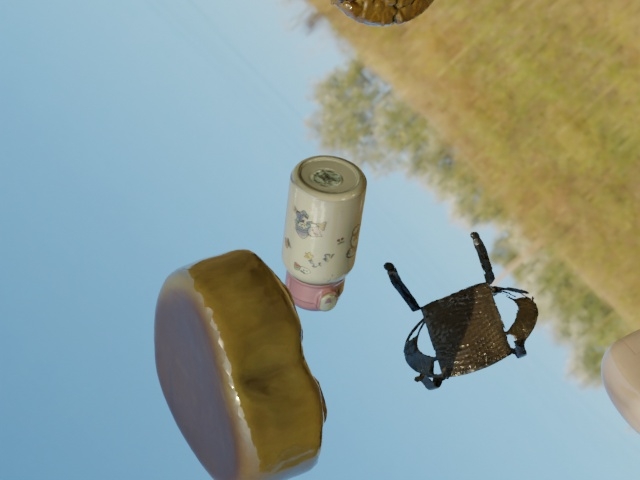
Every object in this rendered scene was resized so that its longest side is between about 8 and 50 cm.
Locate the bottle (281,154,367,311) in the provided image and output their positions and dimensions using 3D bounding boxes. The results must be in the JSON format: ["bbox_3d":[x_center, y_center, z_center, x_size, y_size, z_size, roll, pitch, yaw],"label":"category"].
[{"bbox_3d":[0.000,0.000,1.692,0.110,0.233,0.110,5,-142,-4],"label":"bottle"}]

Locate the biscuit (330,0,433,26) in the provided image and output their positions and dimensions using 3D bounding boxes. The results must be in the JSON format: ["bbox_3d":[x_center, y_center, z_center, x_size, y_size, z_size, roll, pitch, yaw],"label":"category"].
[{"bbox_3d":[0.101,-0.461,1.774,0.296,0.296,0.075,33,174,-40],"label":"biscuit"}]

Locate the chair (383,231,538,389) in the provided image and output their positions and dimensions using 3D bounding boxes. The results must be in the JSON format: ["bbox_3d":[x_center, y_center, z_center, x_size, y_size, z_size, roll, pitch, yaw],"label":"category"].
[{"bbox_3d":[0.169,0.096,1.404,0.213,0.174,0.149,41,-151,-68],"label":"chair"}]

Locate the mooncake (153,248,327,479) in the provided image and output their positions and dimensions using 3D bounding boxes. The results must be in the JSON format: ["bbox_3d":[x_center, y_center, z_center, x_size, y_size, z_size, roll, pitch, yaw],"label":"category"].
[{"bbox_3d":[-0.084,0.130,1.193,0.117,0.235,0.235,-17,-125,-24],"label":"mooncake"}]

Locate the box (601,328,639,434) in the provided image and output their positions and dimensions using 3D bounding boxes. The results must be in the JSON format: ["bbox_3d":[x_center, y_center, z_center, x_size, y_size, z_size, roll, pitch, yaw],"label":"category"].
[{"bbox_3d":[0.456,0.189,1.556,0.088,0.146,0.200,62,-179,-28],"label":"box"}]
